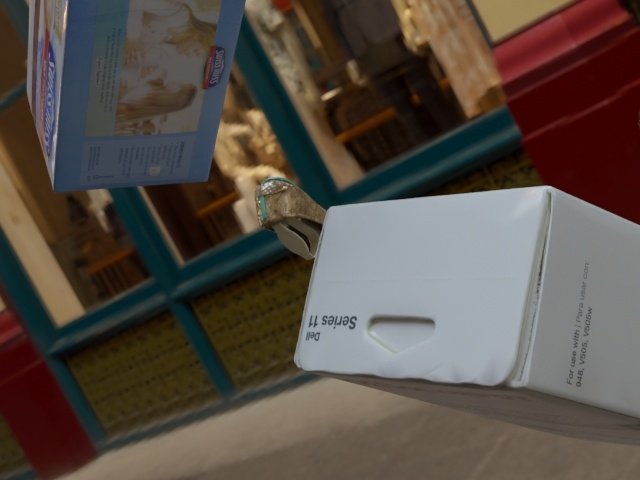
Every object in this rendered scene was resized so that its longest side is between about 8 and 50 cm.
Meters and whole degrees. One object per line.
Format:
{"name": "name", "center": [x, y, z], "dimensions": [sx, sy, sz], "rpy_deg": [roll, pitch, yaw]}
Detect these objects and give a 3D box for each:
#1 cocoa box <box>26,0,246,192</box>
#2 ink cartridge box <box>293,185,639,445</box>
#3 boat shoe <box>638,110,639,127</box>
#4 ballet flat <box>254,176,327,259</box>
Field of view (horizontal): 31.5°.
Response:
{"name": "cocoa box", "center": [-0.258, -0.265, 1.520], "dimensions": [0.232, 0.228, 0.347], "rpy_deg": [-5, -41, -22]}
{"name": "ink cartridge box", "center": [0.116, 0.045, 0.551], "dimensions": [0.208, 0.086, 0.153], "rpy_deg": [18, -13, -37]}
{"name": "boat shoe", "center": [0.419, -0.129, 1.231], "dimensions": [0.095, 0.095, 0.257], "rpy_deg": [-10, 10, -21]}
{"name": "ballet flat", "center": [0.000, 0.000, 1.313], "dimensions": [0.073, 0.206, 0.067], "rpy_deg": [-24, 49, 41]}
